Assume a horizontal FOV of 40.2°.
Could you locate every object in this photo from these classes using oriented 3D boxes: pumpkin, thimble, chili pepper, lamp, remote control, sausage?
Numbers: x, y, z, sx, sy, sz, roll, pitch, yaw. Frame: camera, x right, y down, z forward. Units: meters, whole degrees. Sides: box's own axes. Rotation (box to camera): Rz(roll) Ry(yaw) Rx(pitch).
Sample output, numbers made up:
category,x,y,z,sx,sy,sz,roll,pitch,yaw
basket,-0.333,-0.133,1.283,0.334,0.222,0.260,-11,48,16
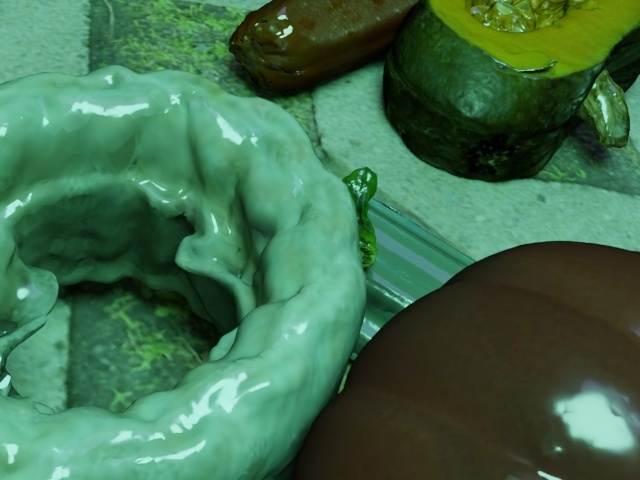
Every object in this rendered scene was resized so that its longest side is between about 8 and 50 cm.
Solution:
category,x,y,z,sx,sy,sz,roll,pitch,yaw
pumpkin,0.217,-0.175,0.839,0.222,0.139,0.317,39,49,23
thimble,-0.128,0.049,0.502,0.291,0.195,0.291,6,52,-8
chili pepper,0.024,-0.015,0.633,0.030,0.034,0.091,34,40,-30
lamp,0.124,0.150,0.430,0.303,0.303,0.257,-27,25,-32
remote control,0.000,0.000,0.674,0.335,0.065,0.128,32,52,14
sausage,0.049,-0.230,0.867,0.330,0.102,0.102,-33,64,-34
